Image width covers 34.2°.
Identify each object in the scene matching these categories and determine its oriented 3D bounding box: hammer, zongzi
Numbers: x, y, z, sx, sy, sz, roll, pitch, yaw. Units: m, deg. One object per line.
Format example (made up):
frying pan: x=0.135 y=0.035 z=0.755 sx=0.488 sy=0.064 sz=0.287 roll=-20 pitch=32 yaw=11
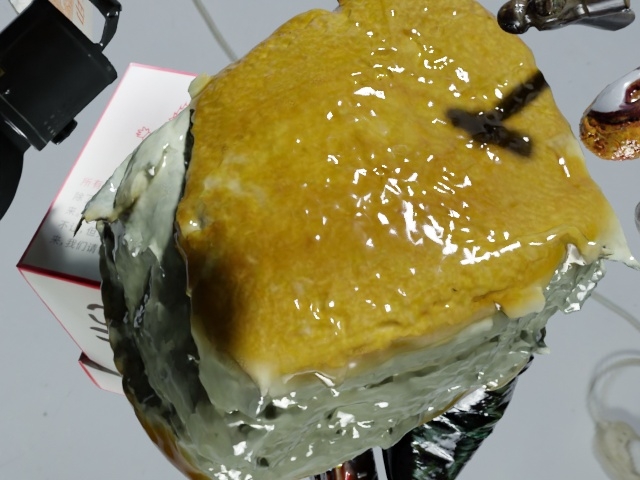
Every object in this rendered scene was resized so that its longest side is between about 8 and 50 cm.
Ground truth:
hammer: x=0.154 y=-0.125 z=0.578 sx=0.065 sy=0.178 sz=0.021 roll=-9 pitch=93 yaw=29
zongzi: x=0.150 y=0.217 z=1.496 sx=0.319 sy=0.383 sz=0.362 roll=13 pitch=111 yaw=-24

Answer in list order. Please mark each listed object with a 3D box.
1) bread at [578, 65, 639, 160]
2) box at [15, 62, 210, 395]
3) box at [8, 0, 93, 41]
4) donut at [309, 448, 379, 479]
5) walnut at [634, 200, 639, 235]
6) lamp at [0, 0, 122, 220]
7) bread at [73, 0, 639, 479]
bread: x=0.473 y=-0.197 z=1.395 sx=0.269 sy=0.139 sz=0.095 roll=-34 pitch=133 yaw=-3
box: x=-0.114 y=0.017 z=1.218 sx=0.314 sy=0.300 sz=0.312 roll=12 pitch=61 yaw=18
box: x=-0.384 y=-0.394 z=1.346 sx=0.051 sy=0.365 sz=0.205 roll=-11 pitch=58 yaw=6
donut: x=0.031 y=0.354 z=1.621 sx=0.089 sy=0.235 sz=0.235 roll=-10 pitch=92 yaw=-11
walnut: x=0.525 y=-0.028 z=1.387 sx=0.213 sy=0.213 sz=0.213 roll=0 pitch=91 yaw=-5
lamp: x=-0.269 y=-0.123 z=0.918 sx=0.147 sy=0.172 sz=0.227 roll=44 pitch=81 yaw=9
bread: x=0.000 y=0.000 z=0.637 sx=0.279 sy=0.225 sz=0.250 roll=-19 pitch=65 yaw=-16
